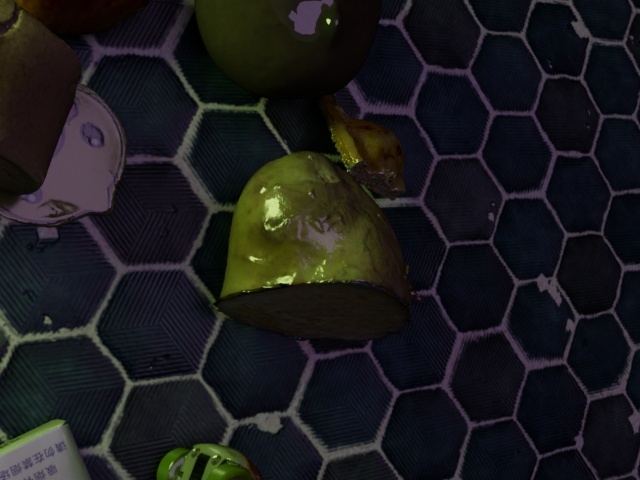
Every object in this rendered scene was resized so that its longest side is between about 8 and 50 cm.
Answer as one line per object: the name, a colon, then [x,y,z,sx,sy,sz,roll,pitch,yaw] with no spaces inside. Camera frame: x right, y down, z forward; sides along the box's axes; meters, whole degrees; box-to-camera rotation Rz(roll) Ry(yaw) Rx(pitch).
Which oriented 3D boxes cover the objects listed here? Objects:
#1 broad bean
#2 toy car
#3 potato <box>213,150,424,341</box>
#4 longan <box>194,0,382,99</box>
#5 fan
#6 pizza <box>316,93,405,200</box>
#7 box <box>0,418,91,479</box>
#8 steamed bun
broad bean: [-0.349,-0.372,1.164,0.229,0.122,0.156,-17,117,-24]
toy car: [-0.135,0.421,1.180,0.235,0.145,0.235,-2,93,-44]
potato: [0.000,0.000,1.251,0.301,0.288,0.237,-4,65,13]
longan: [-0.047,-0.358,1.249,0.297,0.297,0.297,4,81,-29]
fan: [-0.415,-0.158,1.157,0.335,0.011,0.229,47,65,-15]
pizza: [0.076,-0.174,1.372,0.188,0.081,0.204,28,32,-53]
box: [-0.366,0.387,1.076,0.168,0.071,0.259,-25,95,-30]
steamed bun: [-0.462,-0.206,1.018,0.301,0.199,0.251,21,76,-20]
